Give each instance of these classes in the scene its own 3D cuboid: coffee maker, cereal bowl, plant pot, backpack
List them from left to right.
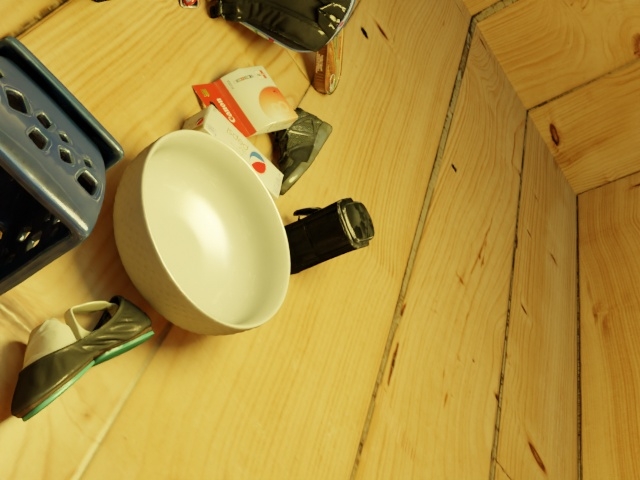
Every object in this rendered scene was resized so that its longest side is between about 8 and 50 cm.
[{"bbox_3d":[-0.401,-0.096,0.937,0.236,0.236,0.212,49,30,-26],"label":"plant pot"},{"bbox_3d":[-0.207,-0.001,1.244,0.339,0.141,0.338,33,45,-42],"label":"cereal bowl"},{"bbox_3d":[-0.057,-0.539,1.652,0.263,0.276,0.213,37,23,0],"label":"backpack"},{"bbox_3d":[0.000,0.000,1.518,0.120,0.178,0.171,56,33,-16],"label":"coffee maker"}]

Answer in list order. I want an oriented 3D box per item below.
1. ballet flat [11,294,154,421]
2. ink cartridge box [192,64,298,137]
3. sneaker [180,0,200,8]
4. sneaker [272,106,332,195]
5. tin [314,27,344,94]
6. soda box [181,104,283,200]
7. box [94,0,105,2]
[{"bbox_3d":[-0.333,0.144,1.023,0.096,0.095,0.280,55,22,-1],"label":"ballet flat"},{"bbox_3d":[-0.150,-0.283,1.541,0.179,0.045,0.145,-21,73,-49],"label":"ink cartridge box"},{"bbox_3d":[-0.286,-0.521,1.551,0.118,0.042,0.067,31,43,-47],"label":"sneaker"},{"bbox_3d":[-0.072,-0.201,1.638,0.130,0.087,0.227,34,57,-11],"label":"sneaker"},{"bbox_3d":[0.022,-0.455,1.883,0.106,0.040,0.189,-44,146,-49],"label":"tin"},{"bbox_3d":[-0.169,-0.156,1.463,0.216,0.074,0.069,44,39,-33],"label":"soda box"},{"bbox_3d":[-0.307,-0.567,1.220,0.183,0.296,0.293,15,83,-53],"label":"box"}]
